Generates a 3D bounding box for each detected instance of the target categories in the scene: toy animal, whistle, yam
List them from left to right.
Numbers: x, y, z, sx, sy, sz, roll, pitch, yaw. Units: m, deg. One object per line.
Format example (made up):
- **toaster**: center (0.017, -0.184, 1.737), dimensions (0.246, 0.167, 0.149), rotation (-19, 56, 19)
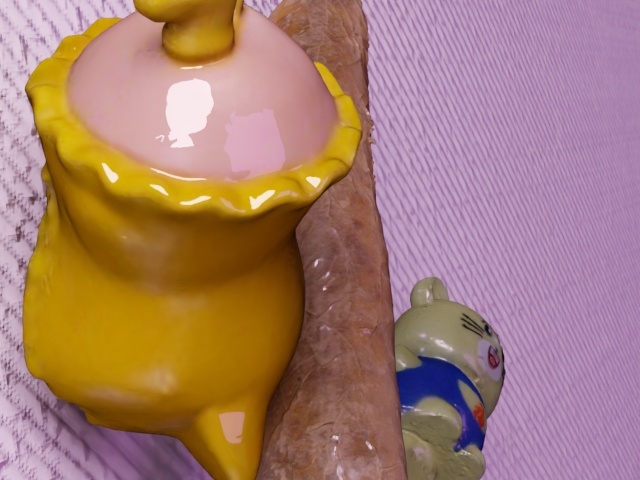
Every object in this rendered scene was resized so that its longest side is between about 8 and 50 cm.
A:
- **toy animal**: center (-0.055, -0.018, 0.547), dimensions (0.156, 0.156, 0.230), rotation (-63, 163, -49)
- **yam**: center (0.000, 0.000, 0.697), dimensions (0.081, 0.081, 0.357), rotation (54, 26, -45)
- **whistle**: center (0.069, 0.117, 0.859), dimensions (0.105, 0.085, 0.227), rotation (59, 34, -23)
